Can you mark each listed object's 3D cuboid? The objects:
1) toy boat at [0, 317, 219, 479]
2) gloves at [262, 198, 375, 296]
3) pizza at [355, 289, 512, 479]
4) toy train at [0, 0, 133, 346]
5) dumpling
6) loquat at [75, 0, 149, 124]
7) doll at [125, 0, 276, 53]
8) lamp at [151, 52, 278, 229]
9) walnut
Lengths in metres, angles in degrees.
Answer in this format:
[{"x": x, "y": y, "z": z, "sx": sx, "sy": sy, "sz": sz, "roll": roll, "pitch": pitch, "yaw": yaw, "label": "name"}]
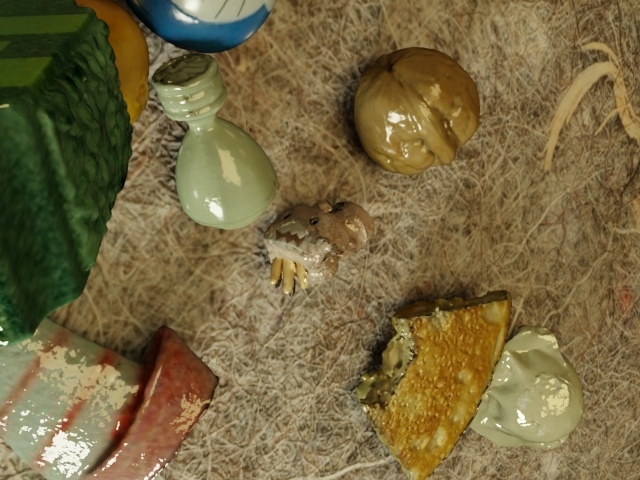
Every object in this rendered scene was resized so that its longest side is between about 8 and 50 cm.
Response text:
[{"x": -0.265, "y": 0.138, "z": 0.610, "sx": 0.282, "sy": 0.096, "sz": 0.206, "roll": 37, "pitch": 94, "yaw": -25, "label": "toy boat"}, {"x": -0.003, "y": -0.001, "z": 0.736, "sx": 0.144, "sy": 0.111, "sz": 0.094, "roll": -35, "pitch": 114, "yaw": -55, "label": "gloves"}, {"x": 0.152, "y": 0.194, "z": 0.888, "sx": 0.223, "sy": 0.089, "sz": 0.323, "roll": 24, "pitch": 91, "yaw": -31, "label": "pizza"}, {"x": -0.248, "y": -0.063, "z": 0.375, "sx": 0.239, "sy": 0.299, "sz": 0.166, "roll": -5, "pitch": 125, "yaw": -6, "label": "toy train"}, {"x": 0.326, "y": 0.256, "z": 0.999, "sx": 0.193, "sy": 0.147, "sz": 0.258, "roll": -23, "pitch": 116, "yaw": 5, "label": "dumpling"}, {"x": -0.219, "y": -0.154, "z": 0.540, "sx": 0.137, "sy": 0.137, "sz": 0.112, "roll": 28, "pitch": 52, "yaw": -35, "label": "loquat"}, {"x": -0.146, "y": -0.286, "z": 0.538, "sx": 0.257, "sy": 0.161, "sz": 0.215, "roll": 25, "pitch": 60, "yaw": -32, "label": "doll"}, {"x": -0.106, "y": -0.092, "z": 0.618, "sx": 0.106, "sy": 0.106, "sz": 0.192, "roll": -35, "pitch": 138, "yaw": -22, "label": "lamp"}, {"x": 0.116, "y": -0.159, "z": 0.753, "sx": 0.167, "sy": 0.149, "sz": 0.166, "roll": -15, "pitch": 140, "yaw": -13, "label": "walnut"}]
